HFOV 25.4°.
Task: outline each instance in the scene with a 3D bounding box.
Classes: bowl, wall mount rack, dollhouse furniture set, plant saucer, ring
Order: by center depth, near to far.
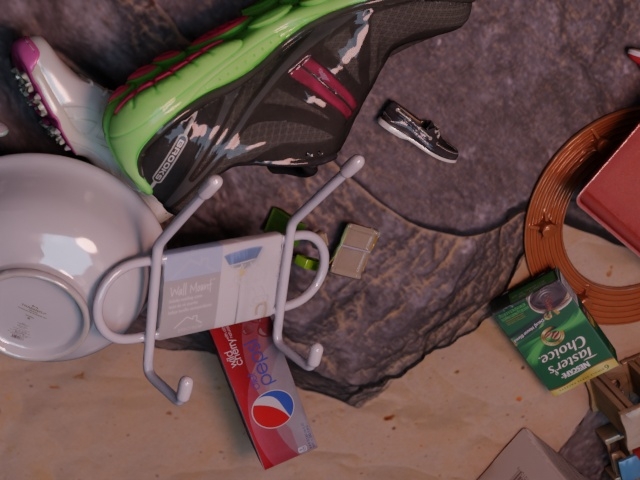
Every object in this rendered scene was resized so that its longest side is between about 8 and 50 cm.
[{"bbox_3d":[-0.089,0.030,1.695,0.350,0.130,0.304,-11,120,-38],"label":"wall mount rack"},{"bbox_3d":[-0.339,0.050,1.709,0.298,0.134,0.298,1,128,1],"label":"bowl"},{"bbox_3d":[0.000,0.000,1.906,0.151,0.058,0.076,14,101,-41],"label":"dollhouse furniture set"},{"bbox_3d":[0.502,-0.094,1.959,0.259,0.048,0.258,36,99,-30],"label":"plant saucer"},{"bbox_3d":[0.450,-0.028,2.023,0.336,0.032,0.337,-6,115,-14],"label":"ring"},{"bbox_3d":[0.491,0.280,2.110,0.129,0.129,0.184,-21,116,-7],"label":"dollhouse furniture set"}]

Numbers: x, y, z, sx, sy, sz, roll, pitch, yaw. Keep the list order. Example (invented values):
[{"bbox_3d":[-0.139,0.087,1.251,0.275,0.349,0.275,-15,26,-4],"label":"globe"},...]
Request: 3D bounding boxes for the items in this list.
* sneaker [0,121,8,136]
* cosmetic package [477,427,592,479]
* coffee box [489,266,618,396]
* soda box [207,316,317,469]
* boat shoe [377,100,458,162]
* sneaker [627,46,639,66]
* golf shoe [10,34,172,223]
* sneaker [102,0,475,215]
[{"bbox_3d":[-0.409,-0.170,1.704,0.098,0.038,0.069,26,104,-25],"label":"sneaker"},{"bbox_3d":[0.418,0.478,2.128,0.385,0.217,0.156,37,98,-28],"label":"cosmetic package"},{"bbox_3d":[0.337,0.133,2.036,0.113,0.040,0.184,-28,119,17],"label":"coffee box"},{"bbox_3d":[-0.088,0.174,1.915,0.083,0.092,0.263,-22,117,-7],"label":"soda box"},{"bbox_3d":[0.135,-0.143,1.874,0.125,0.046,0.038,28,107,-16],"label":"boat shoe"},{"bbox_3d":[0.459,-0.219,1.937,0.118,0.042,0.067,17,103,-24],"label":"sneaker"},{"bbox_3d":[-0.259,-0.143,1.731,0.140,0.115,0.306,-38,126,-8],"label":"golf shoe"},{"bbox_3d":[-0.025,-0.188,1.708,0.483,0.185,0.202,-28,112,-11],"label":"sneaker"}]
